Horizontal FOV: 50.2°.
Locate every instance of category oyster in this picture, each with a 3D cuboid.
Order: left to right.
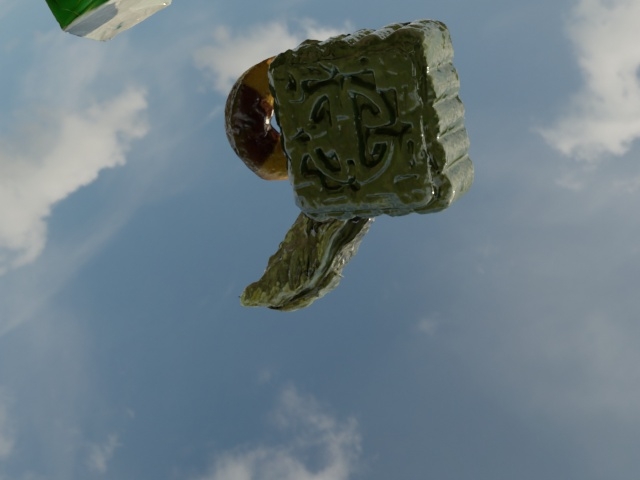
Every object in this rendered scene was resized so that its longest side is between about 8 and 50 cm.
[{"bbox_3d":[-0.002,0.004,1.178,0.351,0.162,0.158,-46,-113,6],"label":"oyster"}]

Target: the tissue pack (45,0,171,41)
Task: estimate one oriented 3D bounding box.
[{"bbox_3d":[-0.248,-0.352,0.748,0.156,0.209,0.148,-28,-171,6],"label":"tissue pack"}]

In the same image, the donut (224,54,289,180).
[{"bbox_3d":[-0.046,-0.138,0.775,0.140,0.140,0.059,-45,-150,-11],"label":"donut"}]

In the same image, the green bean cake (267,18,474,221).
[{"bbox_3d":[0.047,-0.115,0.683,0.184,0.184,0.094,-1,-161,32],"label":"green bean cake"}]
